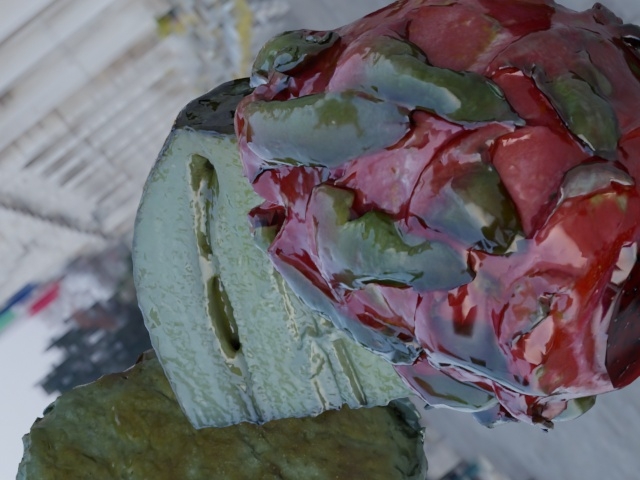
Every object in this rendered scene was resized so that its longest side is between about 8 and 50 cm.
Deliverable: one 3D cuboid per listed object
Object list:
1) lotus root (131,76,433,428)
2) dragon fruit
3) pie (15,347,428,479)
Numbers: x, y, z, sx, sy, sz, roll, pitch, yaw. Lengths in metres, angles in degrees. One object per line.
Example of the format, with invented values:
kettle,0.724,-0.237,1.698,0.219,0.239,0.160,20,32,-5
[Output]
lotus root,-0.015,-0.008,1.254,0.260,0.267,0.149,66,-152,-26
dragon fruit,0.054,-0.022,0.587,0.172,0.160,0.166,36,-162,32
pie,-0.096,0.257,1.719,0.395,0.418,0.180,30,133,9
